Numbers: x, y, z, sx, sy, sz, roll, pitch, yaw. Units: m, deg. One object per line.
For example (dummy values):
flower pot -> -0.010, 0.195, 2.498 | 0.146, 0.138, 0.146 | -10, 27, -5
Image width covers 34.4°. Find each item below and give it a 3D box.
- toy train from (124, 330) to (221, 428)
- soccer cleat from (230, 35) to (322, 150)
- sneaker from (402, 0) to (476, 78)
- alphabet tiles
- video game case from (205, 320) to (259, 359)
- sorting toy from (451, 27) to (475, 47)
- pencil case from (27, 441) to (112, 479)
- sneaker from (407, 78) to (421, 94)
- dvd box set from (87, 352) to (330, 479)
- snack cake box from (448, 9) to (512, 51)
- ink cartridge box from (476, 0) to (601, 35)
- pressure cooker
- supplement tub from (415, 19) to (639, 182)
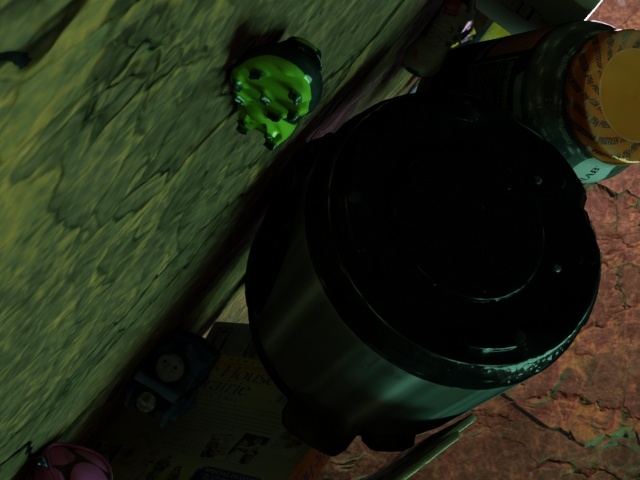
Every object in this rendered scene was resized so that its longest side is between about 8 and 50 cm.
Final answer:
toy train -> -0.194, 0.179, 1.361 | 0.105, 0.080, 0.184 | -61, 174, 3
soccer cleat -> -0.025, -0.114, 0.711 | 0.072, 0.060, 0.179 | -61, -176, -8
sneaker -> 0.164, -0.290, 1.408 | 0.161, 0.057, 0.075 | -48, 159, -33
alphabet tiles -> 0.045, 0.318, 1.274 | 0.285, 0.011, 0.342 | -32, 171, -26
video game case -> -0.113, 0.215, 1.619 | 0.227, 0.206, 0.026 | -63, 148, -47
sorting toy -> 0.206, -0.327, 1.660 | 0.075, 0.045, 0.083 | -32, 177, 2
pencil case -> -0.311, 0.314, 1.103 | 0.209, 0.095, 0.098 | -54, -149, 16
sneaker -> 0.173, -0.239, 1.902 | 0.144, 0.059, 0.053 | -51, 179, 9
dvd box set -> -0.163, 0.300, 1.386 | 0.420, 0.308, 0.062 | -48, 137, -51
snack cake box -> 0.277, -0.323, 1.755 | 0.264, 0.089, 0.152 | -54, -161, 43
ink cartridge box -> 0.322, -0.385, 1.406 | 0.171, 0.168, 0.232 | -52, 177, -5
pressure cooker -> 0.099, 0.061, 1.302 | 0.370, 0.375, 0.420 | -12, 162, -23
supplement tub -> 0.293, -0.177, 1.377 | 0.207, 0.207, 0.338 | -50, -157, -17
